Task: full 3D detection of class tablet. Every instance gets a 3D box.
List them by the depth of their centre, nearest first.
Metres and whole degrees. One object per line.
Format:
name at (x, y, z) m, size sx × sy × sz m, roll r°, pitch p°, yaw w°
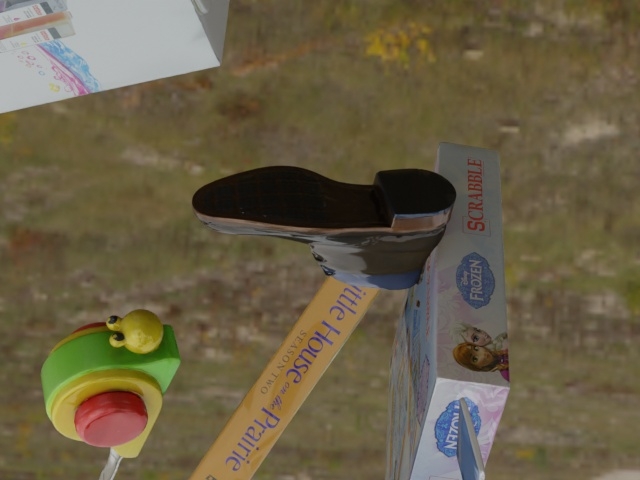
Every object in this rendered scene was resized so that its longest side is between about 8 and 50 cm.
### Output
tablet at (0.094, 0.139, 0.828) m, size 0.006 × 0.054 × 0.083 m, roll -10°, pitch 146°, yaw -3°

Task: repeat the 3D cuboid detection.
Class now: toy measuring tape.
toy measuring tape at (-0.234, 0.180, 1.316) m, size 0.121 × 0.121 × 0.330 m, roll 10°, pitch 133°, yaw -22°

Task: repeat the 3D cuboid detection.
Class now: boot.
boot at (0.000, 0.000, 1.117) m, size 0.219 × 0.082 × 0.106 m, roll 0°, pitch 133°, yaw -9°

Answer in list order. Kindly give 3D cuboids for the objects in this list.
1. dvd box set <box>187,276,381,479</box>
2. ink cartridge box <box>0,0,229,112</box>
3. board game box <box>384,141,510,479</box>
dvd box set at (-0.005, 0.119, 1.566) m, size 0.062 × 0.420 × 0.307 m, roll 35°, pitch -178°, yaw 3°
ink cartridge box at (-0.143, -0.154, 0.662) m, size 0.176 × 0.128 × 0.127 m, roll -10°, pitch 135°, yaw 11°
board game box at (0.116, 0.126, 1.285) m, size 0.066 × 0.318 × 0.318 m, roll 8°, pitch 133°, yaw -2°
